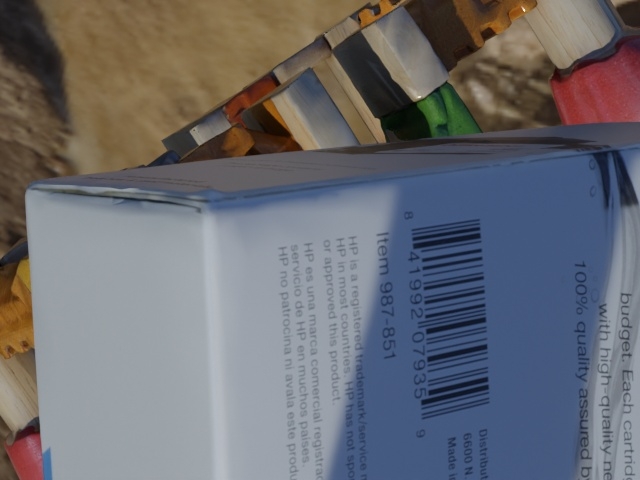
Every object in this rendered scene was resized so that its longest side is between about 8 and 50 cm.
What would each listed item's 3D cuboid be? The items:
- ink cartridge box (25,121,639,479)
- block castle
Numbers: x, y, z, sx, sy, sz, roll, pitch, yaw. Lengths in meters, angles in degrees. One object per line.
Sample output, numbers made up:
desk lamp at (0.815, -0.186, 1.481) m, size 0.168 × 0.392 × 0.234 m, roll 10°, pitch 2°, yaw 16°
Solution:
ink cartridge box at (0.053, 0.072, 0.633) m, size 0.307 × 0.129 × 0.223 m, roll -8°, pitch 99°, yaw -37°
block castle at (0.000, 0.000, 1.030) m, size 0.453 × 0.303 × 0.212 m, roll -39°, pitch 100°, yaw -32°
